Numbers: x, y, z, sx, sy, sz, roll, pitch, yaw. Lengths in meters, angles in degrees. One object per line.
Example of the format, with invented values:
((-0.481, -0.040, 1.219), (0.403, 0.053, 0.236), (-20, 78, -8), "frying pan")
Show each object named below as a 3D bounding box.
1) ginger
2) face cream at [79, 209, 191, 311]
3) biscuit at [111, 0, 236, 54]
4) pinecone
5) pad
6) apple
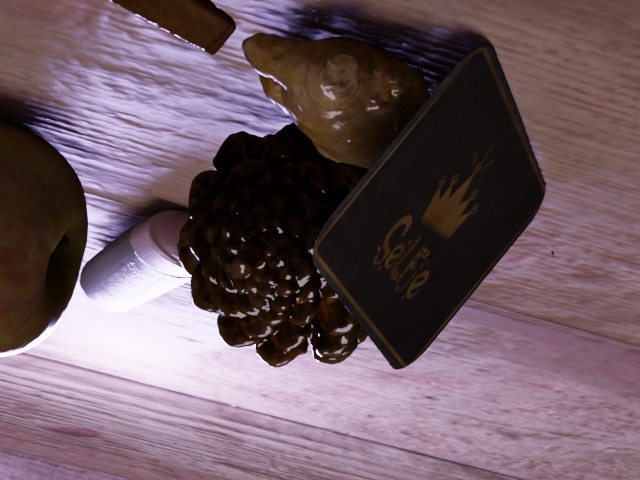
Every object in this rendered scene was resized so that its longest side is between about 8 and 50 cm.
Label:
((0.031, -0.119, 1.633), (0.157, 0.102, 0.216), (6, 162, 37), "ginger")
((-0.207, 0.027, 2.233), (0.107, 0.073, 0.269), (14, 162, -23), "face cream")
((-0.188, -0.223, 1.396), (0.257, 0.049, 0.273), (31, -177, 24), "biscuit")
((0.000, 0.000, 1.815), (0.244, 0.244, 0.309), (-3, 175, 36), "pinecone")
((0.109, 0.022, 1.689), (0.063, 0.315, 0.375), (38, 174, 26), "pad")
((-0.377, -0.006, 1.960), (0.234, 0.257, 0.257), (12, 161, 5), "apple")
